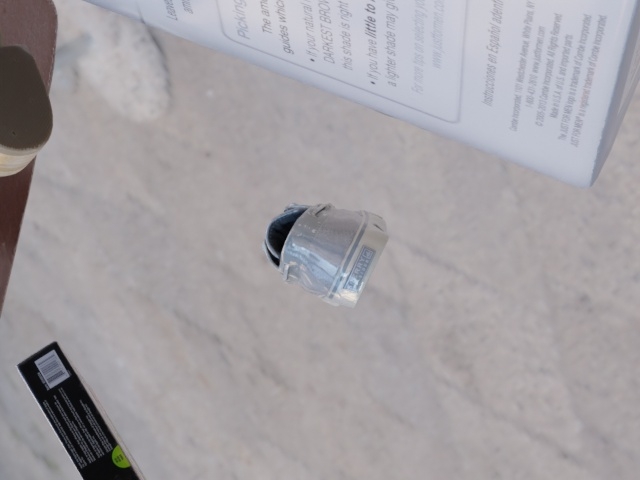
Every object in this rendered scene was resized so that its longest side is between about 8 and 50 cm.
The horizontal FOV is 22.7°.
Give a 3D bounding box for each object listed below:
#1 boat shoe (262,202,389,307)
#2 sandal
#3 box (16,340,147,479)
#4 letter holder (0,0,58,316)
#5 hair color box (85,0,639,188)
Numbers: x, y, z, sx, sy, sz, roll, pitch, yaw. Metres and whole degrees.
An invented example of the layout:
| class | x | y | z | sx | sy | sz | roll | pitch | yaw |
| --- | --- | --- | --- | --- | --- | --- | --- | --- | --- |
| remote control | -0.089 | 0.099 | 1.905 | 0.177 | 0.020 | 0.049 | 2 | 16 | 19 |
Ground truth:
| class | x | y | z | sx | sy | sz | roll | pitch | yaw |
| --- | --- | --- | --- | --- | --- | --- | --- | --- | --- |
| boat shoe | 0.000 | 0.001 | 1.198 | 0.081 | 0.079 | 0.227 | 28 | 180 | -3 |
| sandal | -0.206 | -0.123 | 0.808 | 0.079 | 0.088 | 0.240 | -40 | 60 | 35 |
| box | -0.145 | 0.180 | 1.157 | 0.207 | 0.036 | 0.114 | 55 | 171 | 23 |
| letter holder | -0.256 | -0.009 | 0.952 | 0.152 | 0.302 | 0.214 | 8 | 167 | 13 |
| hair color box | -0.038 | -0.167 | 0.643 | 0.374 | 0.114 | 0.185 | 21 | 160 | 12 |
